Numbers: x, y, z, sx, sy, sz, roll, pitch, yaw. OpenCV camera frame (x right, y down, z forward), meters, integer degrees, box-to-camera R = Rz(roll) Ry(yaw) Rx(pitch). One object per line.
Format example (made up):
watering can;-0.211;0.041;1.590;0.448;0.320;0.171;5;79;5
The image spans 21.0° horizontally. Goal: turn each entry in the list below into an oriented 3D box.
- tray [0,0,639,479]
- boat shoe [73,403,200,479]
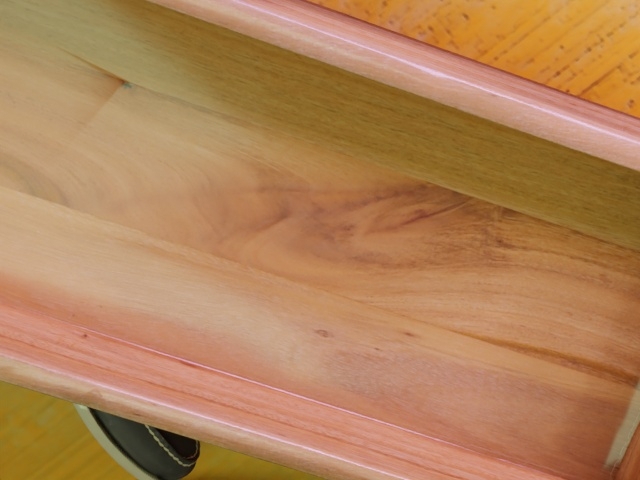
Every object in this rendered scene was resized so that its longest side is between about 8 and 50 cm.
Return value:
tray;0.000;0.000;0.811;0.410;0.076;0.203;18;107;-11
boat shoe;-0.105;0.035;0.908;0.065;0.075;0.206;-21;102;19
